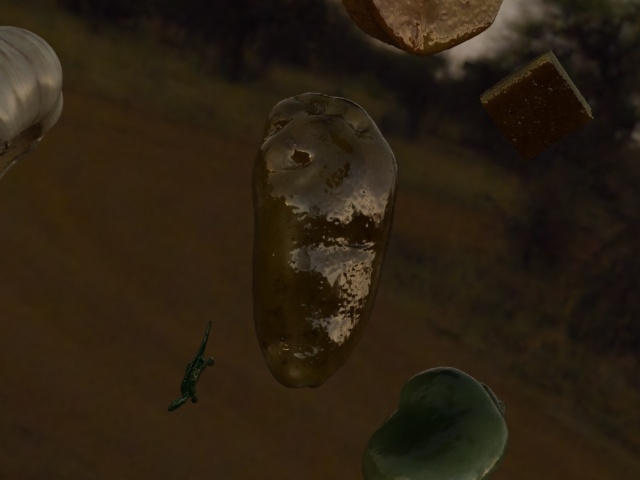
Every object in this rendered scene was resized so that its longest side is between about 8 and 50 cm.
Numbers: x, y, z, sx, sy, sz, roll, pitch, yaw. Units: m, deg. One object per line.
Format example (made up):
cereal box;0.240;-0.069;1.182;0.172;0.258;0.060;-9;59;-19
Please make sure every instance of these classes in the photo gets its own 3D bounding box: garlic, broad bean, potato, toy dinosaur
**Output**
garlic;-0.383;-0.164;1.697;0.226;0.199;0.199;44;6;-1
broad bean;0.136;0.230;1.901;0.169;0.100;0.228;0;33;36
potato;0.000;0.000;2.081;0.176;0.369;0.195;5;-4;6
toy dinosaur;-0.152;0.155;2.048;0.029;0.119;0.060;24;-2;9

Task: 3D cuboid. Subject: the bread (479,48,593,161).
bread;0.237;-0.148;1.844;0.090;0.094;0.035;50;21;-19

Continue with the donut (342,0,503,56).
donut;0.136;-0.403;2.384;0.303;0.303;0.110;15;-4;-42
